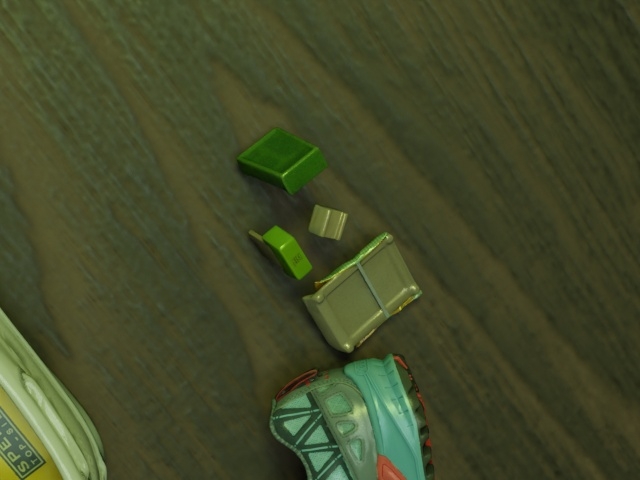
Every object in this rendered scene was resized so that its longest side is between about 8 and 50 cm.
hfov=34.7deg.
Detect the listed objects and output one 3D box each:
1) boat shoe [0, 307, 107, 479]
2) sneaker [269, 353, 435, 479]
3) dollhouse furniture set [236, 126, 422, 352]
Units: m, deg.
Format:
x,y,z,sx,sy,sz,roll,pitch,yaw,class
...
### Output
x,y,z,sx,sy,sz,roll,pitch,yaw,class
-0.257,0.053,0.568,0.136,0.156,0.367,-39,104,-8,boat shoe
0.022,0.210,0.707,0.125,0.104,0.261,-8,94,3,sneaker
0.000,0.000,0.701,0.076,0.058,0.151,-40,124,-15,dollhouse furniture set
